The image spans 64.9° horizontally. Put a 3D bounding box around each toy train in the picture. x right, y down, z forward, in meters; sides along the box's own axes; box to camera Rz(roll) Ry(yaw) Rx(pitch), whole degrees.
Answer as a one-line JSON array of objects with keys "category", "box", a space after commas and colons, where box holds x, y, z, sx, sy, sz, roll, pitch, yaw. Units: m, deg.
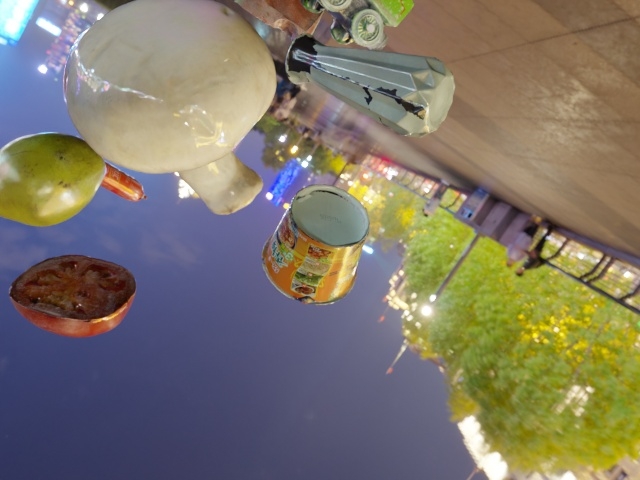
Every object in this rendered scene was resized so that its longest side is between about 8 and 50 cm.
[{"category": "toy train", "box": [0.104, -0.696, 1.403, 0.307, 0.249, 0.173, 39, -176, -30]}]

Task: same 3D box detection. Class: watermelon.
[{"category": "watermelon", "box": [-0.118, -0.773, 1.687, 0.318, 0.148, 0.226, 8, -127, -40]}]

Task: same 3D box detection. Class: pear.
[{"category": "pear", "box": [-0.634, -0.146, 1.170, 0.269, 0.212, 0.212, -29, -130, -30]}]

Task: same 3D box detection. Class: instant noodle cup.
[{"category": "instant noodle cup", "box": [0.000, 0.000, 1.110, 0.230, 0.182, 0.230, 10, -131, -13]}]

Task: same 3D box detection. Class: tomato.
[{"category": "tomato", "box": [-0.726, 0.182, 1.510, 0.339, 0.143, 0.338, 14, -151, -8]}]

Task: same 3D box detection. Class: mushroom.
[{"category": "mushroom", "box": [-0.206, -0.214, 0.774, 0.356, 0.315, 0.315, 52, -173, -5]}]

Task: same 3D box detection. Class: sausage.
[{"category": "sausage", "box": [-0.631, -0.188, 1.502, 0.074, 0.074, 0.274, 40, -178, 40]}]

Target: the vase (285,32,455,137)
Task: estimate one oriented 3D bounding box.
[{"category": "vase", "box": [0.096, -0.341, 1.074, 0.360, 0.165, 0.165, 27, -175, 28]}]
